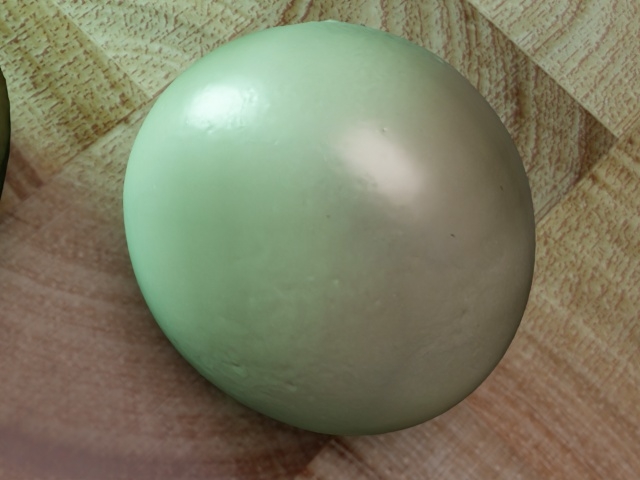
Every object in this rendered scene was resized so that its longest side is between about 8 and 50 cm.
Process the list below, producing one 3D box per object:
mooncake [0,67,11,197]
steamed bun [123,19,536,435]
[{"bbox_3d":[-0.382,-0.073,0.907,0.284,0.155,0.284,5,64,-11],"label":"mooncake"},{"bbox_3d":[0.000,0.000,0.883,0.324,0.324,0.206,40,36,5],"label":"steamed bun"}]
